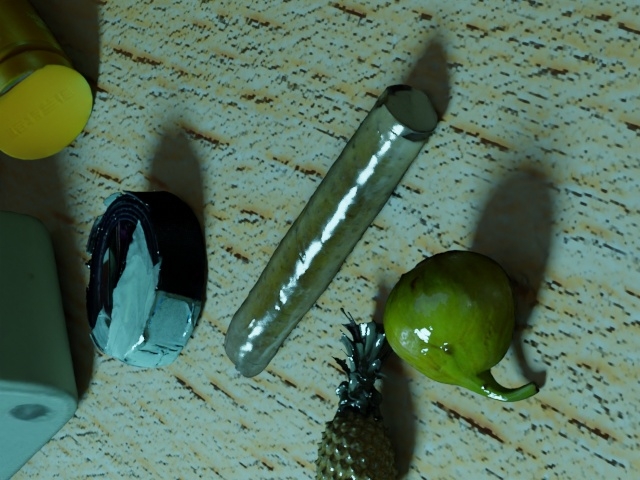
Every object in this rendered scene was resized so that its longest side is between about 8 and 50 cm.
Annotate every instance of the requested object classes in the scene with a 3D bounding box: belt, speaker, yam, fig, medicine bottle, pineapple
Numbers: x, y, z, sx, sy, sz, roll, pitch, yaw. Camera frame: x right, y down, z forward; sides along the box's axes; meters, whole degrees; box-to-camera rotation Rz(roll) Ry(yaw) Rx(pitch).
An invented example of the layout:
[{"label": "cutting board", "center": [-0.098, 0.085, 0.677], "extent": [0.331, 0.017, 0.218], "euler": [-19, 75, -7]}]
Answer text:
[{"label": "belt", "center": [-0.135, 0.029, 1.502], "extent": [0.105, 0.058, 0.140], "euler": [-5, 80, 51]}, {"label": "speaker", "center": [-0.371, 0.134, 1.748], "extent": [0.406, 0.183, 0.184], "euler": [-43, 48, 47]}, {"label": "yam", "center": [0.000, 0.000, 1.308], "extent": [0.264, 0.046, 0.046], "euler": [-55, 45, 37]}, {"label": "fig", "center": [0.082, 0.055, 1.160], "extent": [0.084, 0.082, 0.098], "euler": [-19, 87, 19]}, {"label": "medicine bottle", "center": [-0.277, -0.160, 1.694], "extent": [0.192, 0.096, 0.096], "euler": [51, 129, 45]}, {"label": "pineapple", "center": [0.029, 0.108, 1.264], "extent": [0.058, 0.058, 0.124], "euler": [-16, 61, 55]}]
